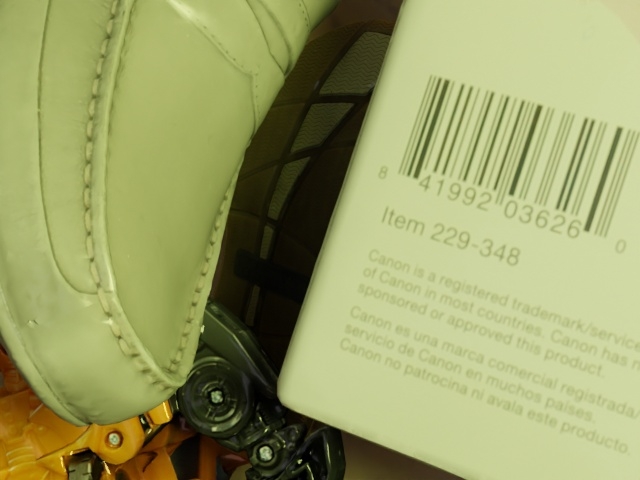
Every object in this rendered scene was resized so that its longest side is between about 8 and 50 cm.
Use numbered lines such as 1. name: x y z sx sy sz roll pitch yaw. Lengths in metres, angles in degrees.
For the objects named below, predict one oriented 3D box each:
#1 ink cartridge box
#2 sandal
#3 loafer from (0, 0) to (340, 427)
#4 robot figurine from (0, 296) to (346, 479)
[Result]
1. ink cartridge box: 0.148 -0.055 0.435 0.226 0.131 0.306 20 91 23
2. sandal: 0.000 0.000 0.538 0.072 0.049 0.180 26 110 28
3. loafer: -0.048 -0.089 0.481 0.111 0.112 0.319 -8 57 15
4. robot figurine: -0.067 0.162 0.508 0.211 0.085 0.291 -18 86 16
